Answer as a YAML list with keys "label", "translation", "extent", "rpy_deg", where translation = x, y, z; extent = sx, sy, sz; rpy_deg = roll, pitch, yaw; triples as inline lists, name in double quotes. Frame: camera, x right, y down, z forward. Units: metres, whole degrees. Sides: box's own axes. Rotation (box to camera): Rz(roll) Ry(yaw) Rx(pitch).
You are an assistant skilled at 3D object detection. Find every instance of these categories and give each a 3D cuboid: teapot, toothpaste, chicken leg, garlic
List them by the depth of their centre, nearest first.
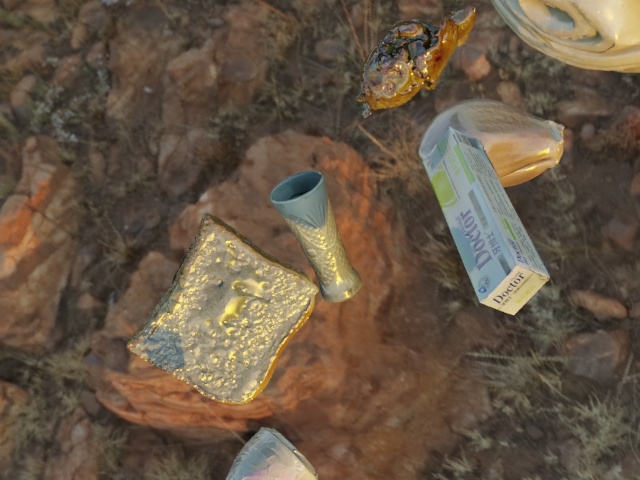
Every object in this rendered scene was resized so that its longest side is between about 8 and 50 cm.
- label: "toothpaste"
  translation: [0.236, -0.042, 1.149]
  extent: [0.081, 0.067, 0.337]
  rpy_deg: [-54, 29, 31]
- label: "chicken leg"
  translation: [0.213, -0.398, 1.570]
  extent: [0.361, 0.140, 0.211]
  rpy_deg: [-44, 14, -25]
- label: "teapot"
  translation: [-0.118, 0.500, 1.607]
  extent: [0.163, 0.221, 0.178]
  rpy_deg: [44, 73, 8]
- label: "garlic"
  translation: [0.350, -0.175, 1.751]
  extent: [0.340, 0.231, 0.246]
  rpy_deg: [-25, 56, -24]

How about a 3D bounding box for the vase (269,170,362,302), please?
- label: "vase"
  translation: [0.000, 0.000, 1.305]
  extent: [0.096, 0.219, 0.096]
  rpy_deg: [-19, 28, 10]

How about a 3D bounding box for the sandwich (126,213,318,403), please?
- label: "sandwich"
  translation: [-0.177, 0.143, 1.464]
  extent: [0.271, 0.099, 0.301]
  rpy_deg: [31, 91, -7]

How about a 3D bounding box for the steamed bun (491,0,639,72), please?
- label: "steamed bun"
  translation: [0.176, -0.194, 0.475]
  extent: [0.144, 0.218, 0.211]
  rpy_deg: [-38, 91, -18]
